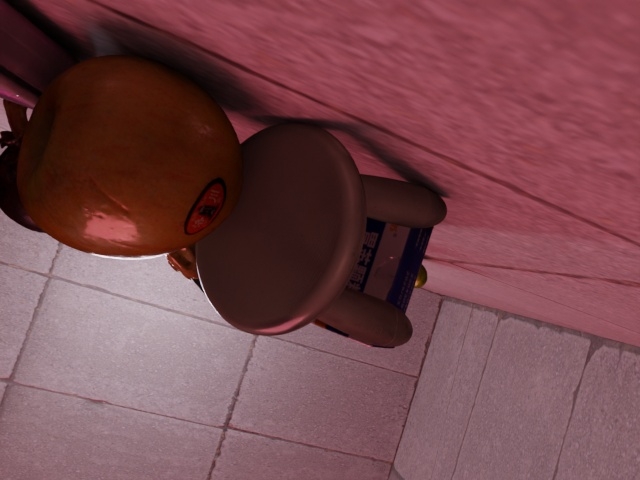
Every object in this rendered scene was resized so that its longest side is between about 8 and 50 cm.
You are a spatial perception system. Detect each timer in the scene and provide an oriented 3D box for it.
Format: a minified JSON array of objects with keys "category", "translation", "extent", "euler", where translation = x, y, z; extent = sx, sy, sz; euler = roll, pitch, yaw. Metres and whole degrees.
[{"category":"timer","translation":[-0.314,-0.174,0.365],"extent":[0.190,0.069,0.208],"euler":[21,178,7]}]

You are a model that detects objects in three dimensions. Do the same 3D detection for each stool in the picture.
[{"category":"stool","translation":[0.001,0.005,0.462],"extent":[0.195,0.196,0.198],"euler":[15,177,37]}]

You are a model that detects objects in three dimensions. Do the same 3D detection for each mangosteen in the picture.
[{"category":"mangosteen","translation":[-0.511,-0.145,0.823],"extent":[0.235,0.235,0.262],"euler":[15,142,39]}]

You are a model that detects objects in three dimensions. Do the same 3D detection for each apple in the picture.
[{"category":"apple","translation":[-0.157,-0.066,0.376],"extent":[0.182,0.183,0.155],"euler":[15,-178,42]}]

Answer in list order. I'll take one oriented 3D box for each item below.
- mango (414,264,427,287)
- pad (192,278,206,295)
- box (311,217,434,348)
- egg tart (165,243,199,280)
[{"category":"mango","translation":[0.206,0.081,1.228],"extent":[0.125,0.111,0.232],"euler":[15,177,-30]},{"category":"pad","translation":[-0.263,-0.027,0.736],"extent":[0.243,0.004,0.164],"euler":[58,-178,-30]},{"category":"box","translation":[-0.001,0.024,0.686],"extent":[0.299,0.200,0.106],"euler":[16,174,32]},{"category":"egg tart","translation":[-0.229,-0.074,0.692],"extent":[0.291,0.107,0.291],"euler":[58,-179,-1]}]
